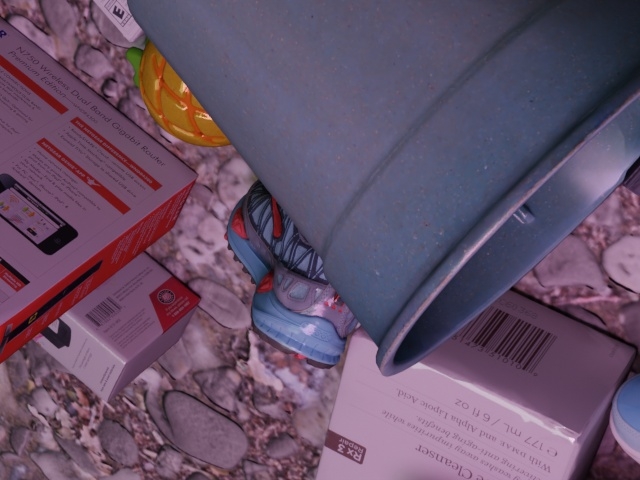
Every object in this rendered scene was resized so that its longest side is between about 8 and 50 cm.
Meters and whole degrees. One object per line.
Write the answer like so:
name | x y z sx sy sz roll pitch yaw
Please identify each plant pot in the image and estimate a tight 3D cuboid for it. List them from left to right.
plant pot | 0.058 -0.137 1.140 0.334 0.341 0.341 46 132 13

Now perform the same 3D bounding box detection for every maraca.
maraca | -0.113 -0.136 1.392 0.127 0.099 0.186 57 154 -16

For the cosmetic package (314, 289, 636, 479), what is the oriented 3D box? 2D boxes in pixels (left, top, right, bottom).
cosmetic package | 0.114 0.230 1.416 0.217 0.156 0.385 24 127 18

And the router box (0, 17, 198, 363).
router box | -0.330 -0.071 1.436 0.335 0.301 0.082 39 131 9

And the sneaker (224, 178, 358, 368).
sneaker | 0.000 0.000 1.334 0.104 0.262 0.125 25 110 -24

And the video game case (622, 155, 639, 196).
video game case | 0.385 -0.031 1.126 0.274 0.026 0.196 33 132 -4

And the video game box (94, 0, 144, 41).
video game box | -0.166 -0.303 1.357 0.187 0.048 0.205 47 132 -2

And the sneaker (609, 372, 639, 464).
sneaker | 0.328 0.090 1.155 0.319 0.127 0.208 -5 141 39

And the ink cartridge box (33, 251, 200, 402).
ink cartridge box | -0.229 0.054 1.560 0.175 0.127 0.072 39 134 9
